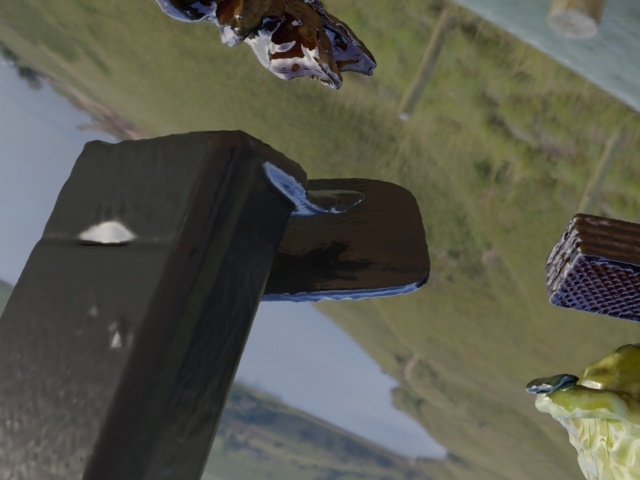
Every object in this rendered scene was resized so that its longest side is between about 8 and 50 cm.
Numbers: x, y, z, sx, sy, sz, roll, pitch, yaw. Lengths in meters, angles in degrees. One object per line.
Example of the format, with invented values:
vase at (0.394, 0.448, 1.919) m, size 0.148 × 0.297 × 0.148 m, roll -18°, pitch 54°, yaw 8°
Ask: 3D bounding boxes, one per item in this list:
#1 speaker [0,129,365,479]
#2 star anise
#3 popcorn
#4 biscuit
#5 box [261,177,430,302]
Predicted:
speaker at (-0.120, 0.084, 0.747) m, size 0.180 × 0.388 × 0.184 m, roll 1°, pitch 152°, yaw 39°
star anise at (-0.073, -0.229, 0.934) m, size 0.288 × 0.088 × 0.288 m, roll 27°, pitch -165°, yaw -8°
popcorn at (0.401, 0.211, 1.069) m, size 0.293 × 0.237 × 0.293 m, roll -20°, pitch 172°, yaw -3°
biscuit at (0.396, 0.042, 1.167) m, size 0.252 × 0.070 × 0.106 m, roll 11°, pitch 142°, yaw -8°
box at (0.000, 0.000, 1.009) m, size 0.212 × 0.201 × 0.042 m, roll -4°, pitch 124°, yaw 2°
